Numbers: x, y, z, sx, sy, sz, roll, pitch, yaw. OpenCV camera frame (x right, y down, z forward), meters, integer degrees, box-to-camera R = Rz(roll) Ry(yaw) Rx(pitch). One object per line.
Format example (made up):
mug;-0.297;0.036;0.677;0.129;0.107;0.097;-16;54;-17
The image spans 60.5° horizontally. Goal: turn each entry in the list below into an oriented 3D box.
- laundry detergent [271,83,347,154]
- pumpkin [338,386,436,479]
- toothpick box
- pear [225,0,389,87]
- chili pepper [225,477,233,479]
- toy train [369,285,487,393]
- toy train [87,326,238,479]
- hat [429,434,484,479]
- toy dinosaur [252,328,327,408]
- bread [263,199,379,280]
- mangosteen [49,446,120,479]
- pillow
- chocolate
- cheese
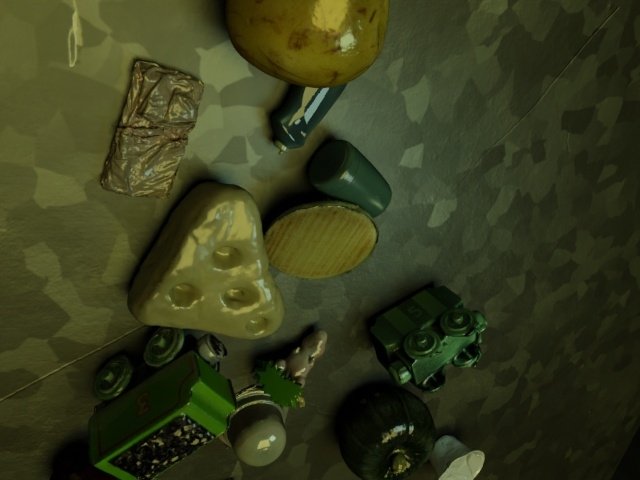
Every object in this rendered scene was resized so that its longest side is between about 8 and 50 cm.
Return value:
laundry detergent;-0.034;-0.263;1.104;0.096;0.061;0.206;25;103;-45
pumpkin;0.196;0.573;1.603;0.300;0.207;0.300;-8;120;-15
toothpick box;0.072;-0.126;1.202;0.120;0.120;0.184;-51;131;5
pear;-0.018;-0.390;0.916;0.280;0.281;0.281;-13;122;-23
chili pepper;-0.274;0.753;1.534;0.088;0.065;0.169;-4;121;-26
toy train;0.285;0.253;1.454;0.299;0.238;0.167;-27;125;-16
toy train;-0.329;0.330;1.137;0.307;0.249;0.173;-33;130;1
hat;0.454;0.759;1.901;0.203;0.126;0.203;-13;121;-23
toy dinosaur;-0.075;0.313;1.384;0.177;0.152;0.194;-32;147;-60
bread;0.000;0.000;1.222;0.266;0.041;0.267;-6;140;-5
mangosteen;-0.504;0.548;1.233;0.199;0.200;0.200;-13;122;-23
pillow;-0.303;-0.190;1.001;0.135;0.049;0.248;10;113;-38
chocolate;-0.152;0.493;1.403;0.221;0.147;0.221;-13;119;-26
cheese;-0.183;0.048;1.146;0.350;0.129;0.328;17;108;-34
